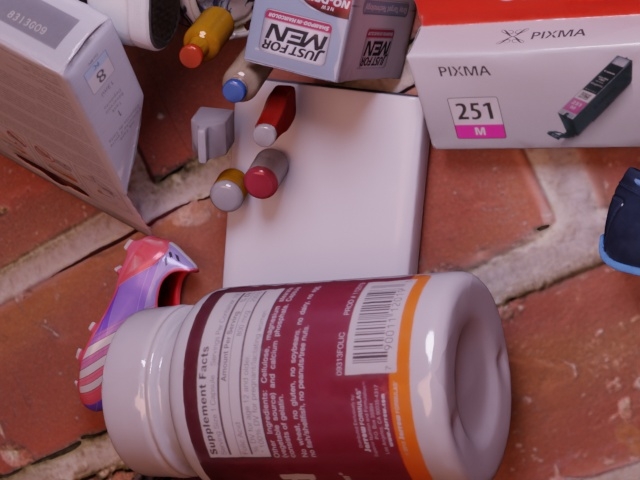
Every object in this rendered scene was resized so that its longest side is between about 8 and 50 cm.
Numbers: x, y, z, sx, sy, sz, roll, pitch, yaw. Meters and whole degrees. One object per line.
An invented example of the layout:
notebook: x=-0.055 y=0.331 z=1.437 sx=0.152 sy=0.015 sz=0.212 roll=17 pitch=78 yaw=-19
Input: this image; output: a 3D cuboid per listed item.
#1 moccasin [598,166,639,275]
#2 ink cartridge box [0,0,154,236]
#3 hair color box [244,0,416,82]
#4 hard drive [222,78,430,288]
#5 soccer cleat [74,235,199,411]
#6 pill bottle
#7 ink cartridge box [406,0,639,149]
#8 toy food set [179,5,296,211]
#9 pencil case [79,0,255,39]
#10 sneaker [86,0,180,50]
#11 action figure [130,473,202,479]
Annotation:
moccasin: x=0.433 y=-0.002 z=1.164 sx=0.342 sy=0.137 sz=0.117 roll=10 pitch=98 yaw=23
ink cartridge box: x=-0.331 y=-0.177 z=1.428 sx=0.308 sy=0.385 sz=0.091 roll=28 pitch=71 yaw=19
hair color box: x=0.042 y=-0.357 z=1.266 sx=0.113 sy=0.185 sz=0.375 roll=17 pitch=105 yaw=21
hard drive: x=0.000 y=0.000 z=1.418 sx=0.233 sy=0.047 sz=0.353 roll=10 pitch=103 yaw=24
soccer cleat: x=-0.228 y=0.113 z=1.526 sx=0.095 sy=0.083 sz=0.248 roll=29 pitch=105 yaw=23
pill bottle: x=-0.017 y=0.155 z=1.301 sx=0.392 sy=0.224 sz=0.224 roll=-5 pitch=96 yaw=27
ink cartridge box: x=0.218 y=-0.198 z=1.210 sx=0.275 sy=0.060 sz=0.239 roll=1 pitch=136 yaw=25
toy food set: x=-0.091 y=-0.121 z=1.325 sx=0.111 sy=0.104 sz=0.232 roll=8 pitch=121 yaw=10
pencil case: x=-0.258 y=-0.338 z=1.428 sx=0.410 sy=0.160 sz=0.184 roll=14 pitch=125 yaw=23
sneaker: x=-0.209 y=-0.341 z=1.247 sx=0.123 sy=0.106 sz=0.290 roll=14 pitch=112 yaw=21
action figure: x=-0.136 y=0.446 z=1.440 sx=0.275 sy=0.248 sz=0.370 roll=-35 pitch=80 yaw=26
